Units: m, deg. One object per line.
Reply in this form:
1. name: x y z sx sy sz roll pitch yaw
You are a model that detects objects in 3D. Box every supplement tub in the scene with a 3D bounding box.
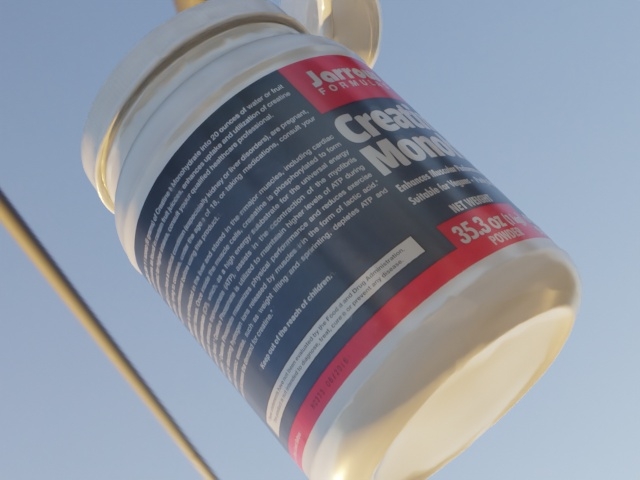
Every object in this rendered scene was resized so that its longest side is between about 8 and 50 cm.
1. supplement tub: 0.000 0.000 0.656 0.191 0.272 0.191 -34 -26 -19

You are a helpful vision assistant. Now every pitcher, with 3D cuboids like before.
1. pitcher: 0.008 -0.274 1.269 0.178 0.125 0.207 -75 -14 -62
